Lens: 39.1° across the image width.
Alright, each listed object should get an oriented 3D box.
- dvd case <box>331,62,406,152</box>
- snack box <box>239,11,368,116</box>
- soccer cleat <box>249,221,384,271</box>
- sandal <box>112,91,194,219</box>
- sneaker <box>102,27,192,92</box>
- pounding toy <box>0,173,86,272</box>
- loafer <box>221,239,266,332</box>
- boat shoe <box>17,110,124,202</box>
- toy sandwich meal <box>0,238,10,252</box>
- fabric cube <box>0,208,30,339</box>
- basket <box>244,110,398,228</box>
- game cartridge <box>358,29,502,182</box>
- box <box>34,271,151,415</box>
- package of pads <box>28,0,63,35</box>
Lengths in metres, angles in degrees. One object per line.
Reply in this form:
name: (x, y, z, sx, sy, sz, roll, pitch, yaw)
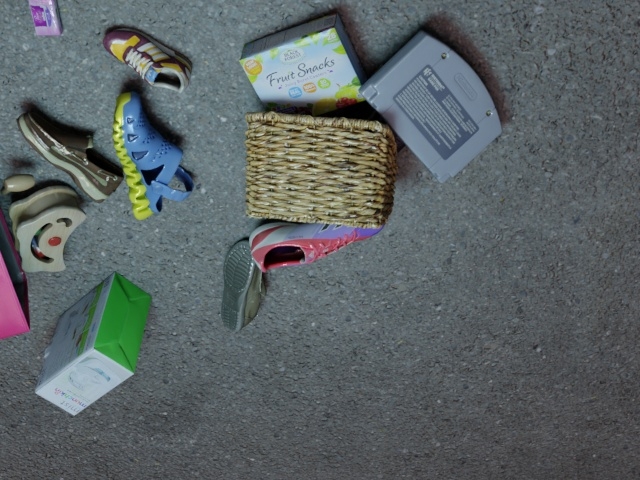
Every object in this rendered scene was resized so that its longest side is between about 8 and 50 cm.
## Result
dvd case: (0.122, -0.249, 1.896, 0.164, 0.018, 0.221, 31, 123, -23)
snack box: (-0.030, -0.334, 1.788, 0.207, 0.070, 0.174, -15, 128, 19)
soccer cleat: (0.000, 0.000, 2.028, 0.318, 0.116, 0.108, -12, 127, -3)
sandal: (-0.354, -0.183, 1.906, 0.138, 0.126, 0.317, -6, 138, 2)
sneaker: (-0.343, -0.354, 1.777, 0.185, 0.084, 0.069, 20, 127, -15)
pounding toy: (-0.625, -0.064, 2.036, 0.154, 0.155, 0.269, -15, 144, -23)
loafer: (-0.179, 0.102, 2.165, 0.094, 0.087, 0.251, 37, 128, 30)
boat shoe: (-0.523, -0.196, 1.920, 0.095, 0.095, 0.257, -36, 128, 11)
toy sandwich meal: (-0.768, 0.014, 2.128, 0.085, 0.029, 0.085, 1, 130, 1)
fabric cube: (-0.800, 0.076, 1.961, 0.258, 0.259, 0.254, -18, 118, -11)
basket: (0.008, -0.162, 1.859, 0.299, 0.213, 0.223, 5, 106, 14)
game cartridge: (0.233, -0.270, 1.808, 0.198, 0.062, 0.297, -45, 125, 3)
box: (-0.546, 0.246, 2.167, 0.231, 0.262, 0.127, -36, 121, 26)
package of pads: (-0.533, -0.438, 1.745, 0.050, 0.032, 0.083, -1, 130, 0)
